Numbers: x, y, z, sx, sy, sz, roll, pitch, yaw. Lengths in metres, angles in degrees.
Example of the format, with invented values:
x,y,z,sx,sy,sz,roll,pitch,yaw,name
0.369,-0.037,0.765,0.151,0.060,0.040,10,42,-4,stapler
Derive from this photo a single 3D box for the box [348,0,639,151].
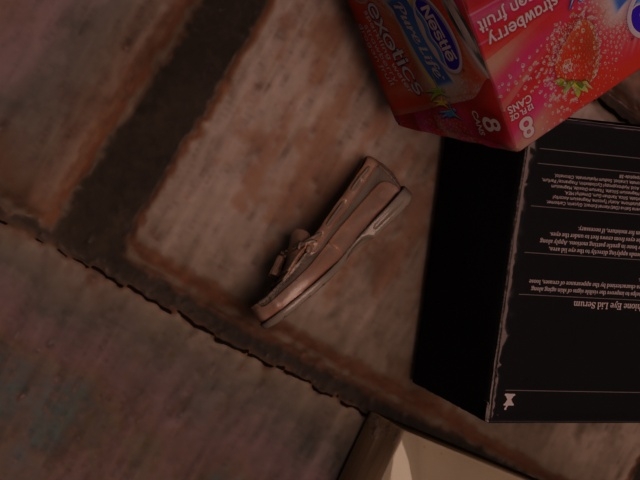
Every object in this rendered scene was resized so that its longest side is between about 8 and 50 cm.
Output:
x,y,z,sx,sy,sz,roll,pitch,yaw,name
0.150,-0.173,0.867,0.257,0.122,0.128,-33,117,-22,box

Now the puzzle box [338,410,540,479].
x,y,z,sx,sy,sz,roll,pitch,yaw,name
0.147,0.309,1.010,0.409,0.052,0.272,26,88,-26,puzzle box

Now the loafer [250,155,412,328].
x,y,z,sx,sy,sz,roll,pitch,yaw,name
0.000,0.000,0.895,0.125,0.045,0.039,-42,97,-19,loafer

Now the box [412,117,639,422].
x,y,z,sx,sy,sz,roll,pitch,yaw,name
0.204,0.018,0.954,0.261,0.103,0.184,4,95,-26,box
